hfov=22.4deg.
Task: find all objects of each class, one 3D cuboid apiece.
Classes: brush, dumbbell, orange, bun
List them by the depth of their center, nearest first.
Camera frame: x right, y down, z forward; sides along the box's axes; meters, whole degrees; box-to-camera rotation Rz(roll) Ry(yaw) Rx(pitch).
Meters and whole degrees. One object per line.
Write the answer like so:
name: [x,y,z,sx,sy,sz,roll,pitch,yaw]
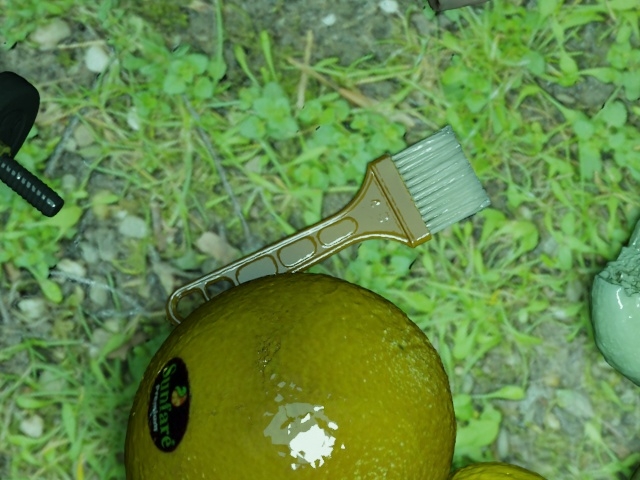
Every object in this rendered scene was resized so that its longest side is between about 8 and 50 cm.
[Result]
orange: [-0.025,0.160,1.317,0.274,0.274,0.274,0,80,-2]
dumbbell: [-0.355,-0.127,1.416,0.325,0.143,0.143,38,81,5]
bun: [0.330,0.030,1.420,0.212,0.126,0.204,-20,107,0]
brush: [0.000,0.000,1.471,0.314,0.017,0.090,-27,82,-6]

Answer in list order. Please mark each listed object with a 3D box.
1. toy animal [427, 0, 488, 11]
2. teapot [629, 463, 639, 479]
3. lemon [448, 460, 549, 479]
toy animal: [0.178,-0.311,1.465,0.281,0.195,0.169,-25,121,-2]
teapot: [0.357,0.237,1.355,0.269,0.182,0.173,-12,79,-5]
lemon: [0.161,0.265,1.364,0.187,0.142,0.142,34,80,6]
